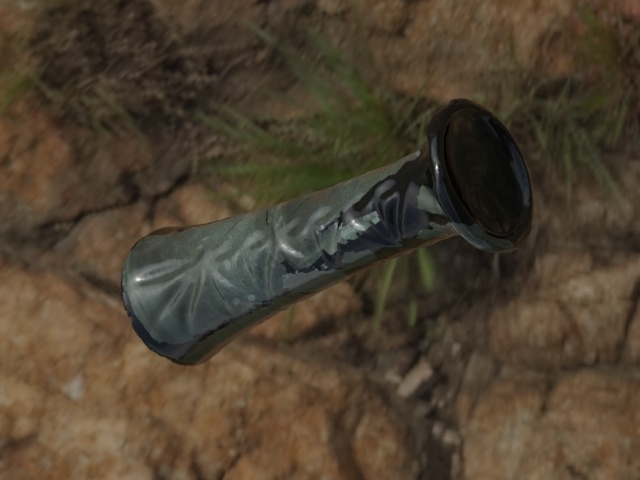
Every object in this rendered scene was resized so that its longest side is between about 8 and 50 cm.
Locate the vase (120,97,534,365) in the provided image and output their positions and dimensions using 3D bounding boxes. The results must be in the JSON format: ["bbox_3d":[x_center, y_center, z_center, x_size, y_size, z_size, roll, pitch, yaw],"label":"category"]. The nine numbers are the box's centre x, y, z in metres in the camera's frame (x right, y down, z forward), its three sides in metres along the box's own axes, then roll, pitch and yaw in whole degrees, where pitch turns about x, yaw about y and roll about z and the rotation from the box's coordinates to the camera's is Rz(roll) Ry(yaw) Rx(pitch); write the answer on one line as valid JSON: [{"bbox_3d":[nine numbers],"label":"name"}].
[{"bbox_3d":[0.000,0.000,0.648,0.167,0.059,0.059,-21,108,41],"label":"vase"}]
